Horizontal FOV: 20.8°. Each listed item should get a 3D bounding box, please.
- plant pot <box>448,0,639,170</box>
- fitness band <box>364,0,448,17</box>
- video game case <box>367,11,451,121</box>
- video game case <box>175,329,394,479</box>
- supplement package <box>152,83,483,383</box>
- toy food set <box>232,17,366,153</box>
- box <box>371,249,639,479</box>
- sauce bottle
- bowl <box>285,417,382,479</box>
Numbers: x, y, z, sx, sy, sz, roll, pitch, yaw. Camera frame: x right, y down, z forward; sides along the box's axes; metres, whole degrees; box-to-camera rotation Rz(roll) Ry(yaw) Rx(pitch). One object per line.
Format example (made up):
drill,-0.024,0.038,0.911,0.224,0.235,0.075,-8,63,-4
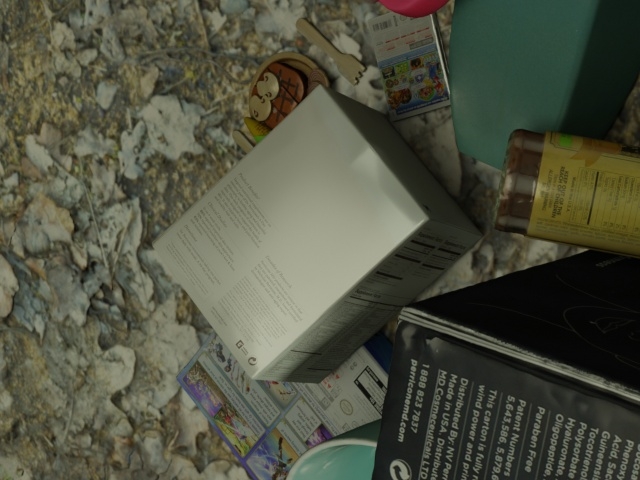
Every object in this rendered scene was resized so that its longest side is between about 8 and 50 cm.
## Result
plant pot,0.235,-0.189,1.810,0.165,0.165,0.234,26,120,30
fitness band,0.094,-0.363,1.793,0.209,0.054,0.291,-51,39,36
video game case,0.104,-0.204,1.989,0.087,0.011,0.122,-14,88,36
video game case,-0.020,0.181,2.101,0.269,0.061,0.244,50,120,20
supplement package,0.000,0.000,1.936,0.262,0.198,0.199,-43,71,13
toy food set,-0.039,-0.161,2.081,0.132,0.038,0.192,43,118,24
box,0.366,0.220,1.570,0.471,0.480,0.297,18,108,33
sauce bottle,0.345,-0.031,1.711,0.344,0.111,0.111,11,105,4
bowl,0.129,0.304,1.915,0.311,0.163,0.311,22,132,26
